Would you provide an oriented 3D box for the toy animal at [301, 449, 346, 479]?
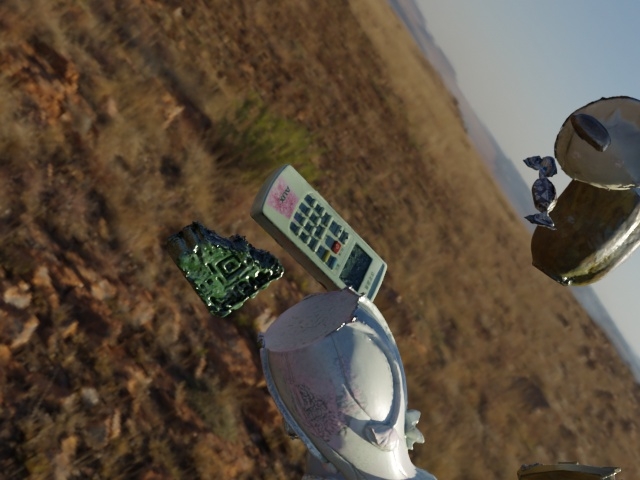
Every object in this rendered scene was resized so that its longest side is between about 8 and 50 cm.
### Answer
[{"bbox_3d":[0.047,0.494,1.970,0.156,0.208,0.204,33,61,-62],"label":"toy animal"}]

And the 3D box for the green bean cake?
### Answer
[{"bbox_3d":[-0.206,0.040,1.833,0.208,0.193,0.107,58,-3,-31],"label":"green bean cake"}]

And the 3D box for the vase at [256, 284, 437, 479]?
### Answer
[{"bbox_3d":[0.062,0.322,1.544,0.250,0.250,0.445,-85,153,-68],"label":"vase"}]

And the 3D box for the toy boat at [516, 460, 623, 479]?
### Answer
[{"bbox_3d":[0.476,0.456,1.640,0.072,0.206,0.064,-17,95,-52],"label":"toy boat"}]

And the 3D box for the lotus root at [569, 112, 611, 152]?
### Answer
[{"bbox_3d":[0.450,-0.181,1.411,0.083,0.030,0.037,34,45,-18],"label":"lotus root"}]

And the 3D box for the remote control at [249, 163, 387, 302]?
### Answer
[{"bbox_3d":[0.001,0.000,1.769,0.344,0.050,0.145,45,52,-24],"label":"remote control"}]

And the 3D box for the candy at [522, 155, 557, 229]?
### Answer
[{"bbox_3d":[0.544,-0.120,2.105,0.051,0.094,0.226,73,17,-54],"label":"candy"}]

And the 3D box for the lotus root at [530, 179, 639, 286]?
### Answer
[{"bbox_3d":[0.719,-0.030,2.266,0.250,0.346,0.250,36,16,-12],"label":"lotus root"}]

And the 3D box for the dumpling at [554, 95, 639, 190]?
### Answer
[{"bbox_3d":[0.554,-0.184,1.592,0.142,0.247,0.173,-12,109,-45],"label":"dumpling"}]
